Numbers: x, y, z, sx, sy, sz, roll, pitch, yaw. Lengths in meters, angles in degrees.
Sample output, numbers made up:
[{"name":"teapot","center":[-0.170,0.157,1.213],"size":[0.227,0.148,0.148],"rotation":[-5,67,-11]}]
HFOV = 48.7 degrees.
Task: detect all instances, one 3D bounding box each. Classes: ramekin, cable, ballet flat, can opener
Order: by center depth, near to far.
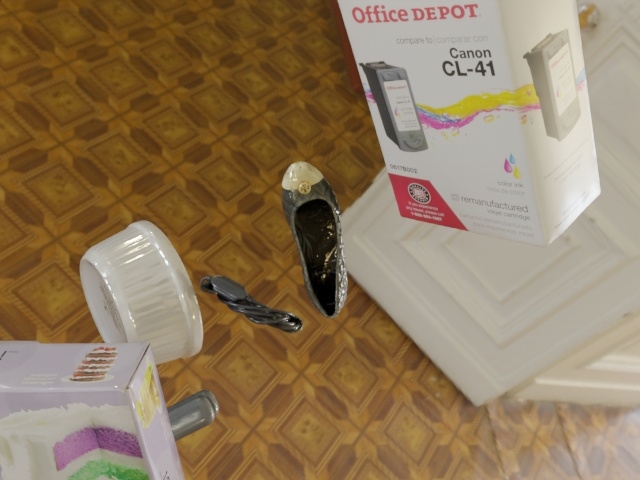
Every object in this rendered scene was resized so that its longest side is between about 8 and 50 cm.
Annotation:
[{"name":"ballet flat","center":[0.000,0.000,0.732],"size":[0.057,0.173,0.049],"rotation":[-16,23,-2]},{"name":"can opener","center":[-0.298,0.287,1.069],"size":[0.095,0.283,0.076],"rotation":[63,2,-1]},{"name":"cable","center":[-0.111,0.116,1.186],"size":[0.184,0.150,0.047],"rotation":[24,78,19]},{"name":"ramekin","center":[-0.333,0.108,1.279],"size":[0.127,0.273,0.273],"rotation":[-22,70,-30]}]

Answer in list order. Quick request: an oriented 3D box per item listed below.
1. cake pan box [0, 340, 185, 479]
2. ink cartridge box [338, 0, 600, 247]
[{"name":"cake pan box","center":[-0.251,0.201,0.599],"size":[0.267,0.245,0.070],"rotation":[-1,25,7]},{"name":"ink cartridge box","center":[0.169,-0.164,0.799],"size":[0.131,0.226,0.306],"rotation":[-39,124,-27]}]
